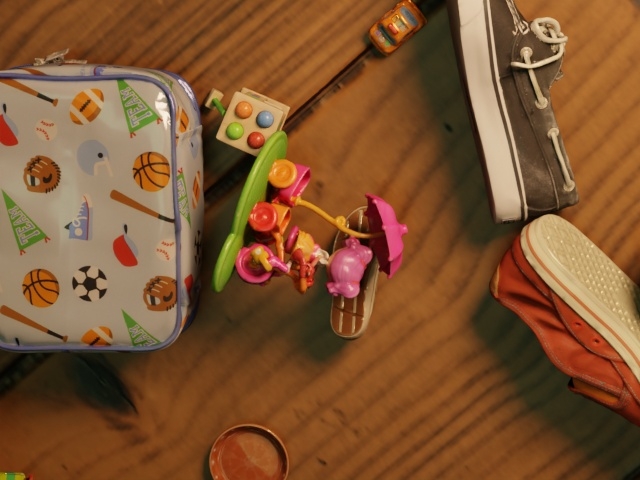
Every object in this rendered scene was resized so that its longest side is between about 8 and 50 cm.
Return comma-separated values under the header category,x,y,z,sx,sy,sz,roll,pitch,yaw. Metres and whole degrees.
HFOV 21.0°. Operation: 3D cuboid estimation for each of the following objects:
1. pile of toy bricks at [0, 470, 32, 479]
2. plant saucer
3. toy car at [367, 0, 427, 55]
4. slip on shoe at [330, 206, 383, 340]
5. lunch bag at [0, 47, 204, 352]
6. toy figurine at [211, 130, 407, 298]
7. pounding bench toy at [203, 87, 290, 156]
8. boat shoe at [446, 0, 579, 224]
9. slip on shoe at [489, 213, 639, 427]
category,x,y,z,sx,sy,sz,roll,pitch,yaw
pile of toy bricks,-0.351,0.262,1.794,0.105,0.118,0.212,5,90,-27
plant saucer,-0.073,0.230,1.794,0.084,0.013,0.083,1,99,7
toy car,0.060,-0.244,1.694,0.060,0.040,0.122,-22,96,9
slip on shoe,0.039,0.034,1.740,0.051,0.041,0.135,3,80,15
lunch bag,-0.242,-0.039,1.724,0.243,0.115,0.303,1,99,8
toy figurine,0.000,0.000,1.674,0.159,0.130,0.173,22,74,9
pounding bench toy,-0.081,-0.123,1.715,0.083,0.065,0.052,24,100,3
boat shoe,0.187,-0.169,1.657,0.105,0.113,0.306,-13,100,1
slip on shoe,0.296,0.122,1.696,0.331,0.123,0.101,46,123,-2
